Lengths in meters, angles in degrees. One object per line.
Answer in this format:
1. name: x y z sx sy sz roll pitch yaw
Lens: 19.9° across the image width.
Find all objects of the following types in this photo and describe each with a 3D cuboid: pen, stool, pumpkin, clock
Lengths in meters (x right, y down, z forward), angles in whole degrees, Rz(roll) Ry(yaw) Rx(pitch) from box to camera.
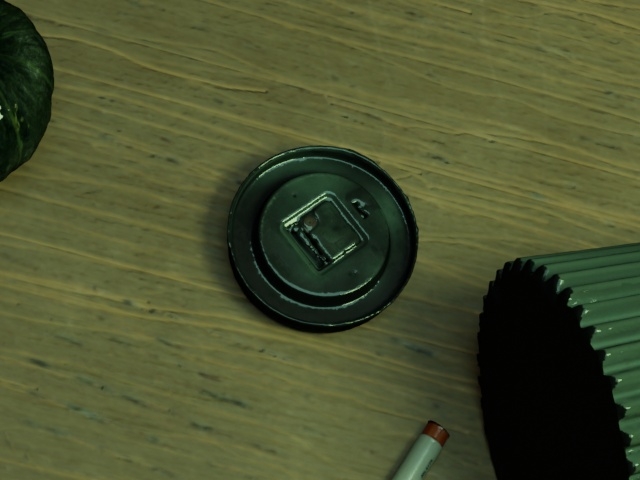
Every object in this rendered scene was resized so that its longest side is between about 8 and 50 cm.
1. pen: 0.048 0.265 1.658 0.028 0.028 0.239 33 67 3
2. stool: 0.348 0.133 1.627 0.330 0.297 0.297 -10 72 -18
3. pumpkin: -0.348 -0.141 1.674 0.211 0.152 0.212 13 54 -18
4. clock: 0.000 0.000 1.740 0.184 0.040 0.184 3 70 -8
